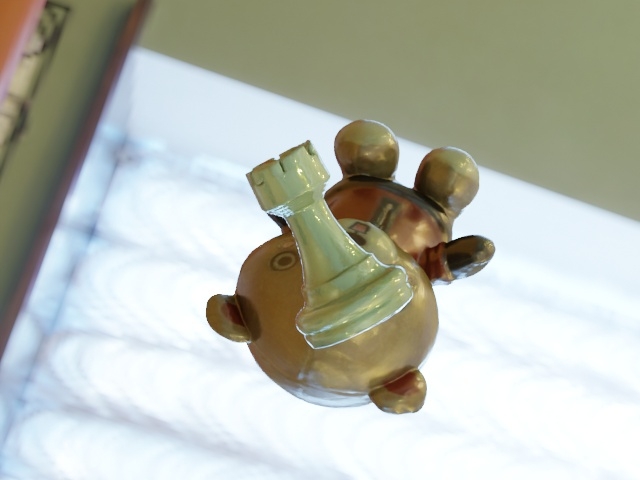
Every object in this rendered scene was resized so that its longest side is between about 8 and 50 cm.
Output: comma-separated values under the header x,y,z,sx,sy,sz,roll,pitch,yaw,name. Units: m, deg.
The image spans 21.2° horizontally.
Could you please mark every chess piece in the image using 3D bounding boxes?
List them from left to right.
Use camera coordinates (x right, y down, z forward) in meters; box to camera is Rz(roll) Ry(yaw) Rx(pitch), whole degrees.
x,y,z,sx,sy,sz,roll,pitch,yaw,name
0.000,0.000,0.925,0.067,0.103,0.067,-27,-174,3,chess piece

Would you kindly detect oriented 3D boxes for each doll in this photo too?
x,y,z,sx,sy,sz,roll,pitch,yaw,name
0.033,0.029,1.661,0.330,0.235,0.174,-60,173,-48,doll
